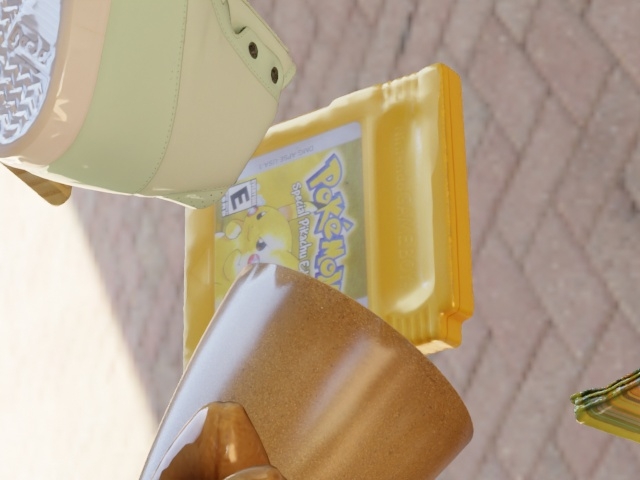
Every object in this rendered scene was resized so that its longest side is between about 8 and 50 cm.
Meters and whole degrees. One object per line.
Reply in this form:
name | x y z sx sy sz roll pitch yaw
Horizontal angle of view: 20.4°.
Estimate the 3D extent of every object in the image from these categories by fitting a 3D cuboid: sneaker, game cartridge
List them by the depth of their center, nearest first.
sneaker | -0.070 -0.141 0.835 0.094 0.151 0.256 8 81 41
game cartridge | 0.000 0.000 1.741 0.323 0.052 0.285 -19 61 34

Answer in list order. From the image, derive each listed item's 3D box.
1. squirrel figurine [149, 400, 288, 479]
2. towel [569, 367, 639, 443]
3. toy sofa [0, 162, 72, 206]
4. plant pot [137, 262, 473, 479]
squirrel figurine | -0.099 0.333 1.090 0.397 0.281 0.370 -47 -2 15
towel | 0.271 0.060 1.067 0.237 0.102 0.021 -33 57 28
toy sofa | -0.099 -0.201 1.090 0.362 0.177 0.150 -34 33 23
plant pot | -0.042 0.191 1.429 0.254 0.237 0.237 -53 15 -21
